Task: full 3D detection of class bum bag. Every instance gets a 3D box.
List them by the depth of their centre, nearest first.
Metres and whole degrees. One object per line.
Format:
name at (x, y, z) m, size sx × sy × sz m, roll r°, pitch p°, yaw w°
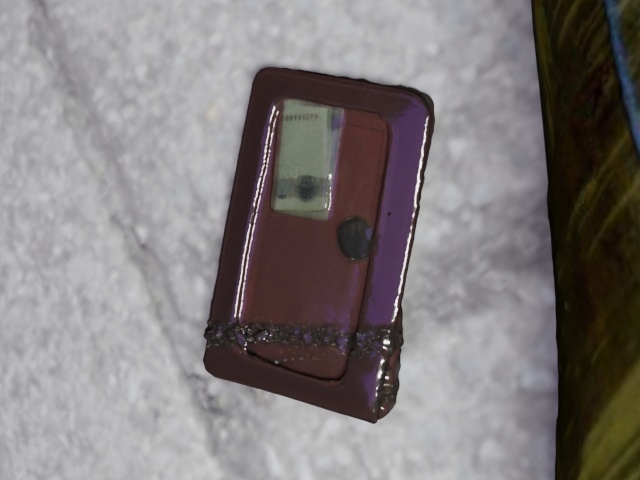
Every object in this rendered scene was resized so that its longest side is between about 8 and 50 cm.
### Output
bum bag at (0.000, 0.000, 0.752) m, size 0.109 × 0.026 × 0.159 m, roll 14°, pitch 97°, yaw 34°

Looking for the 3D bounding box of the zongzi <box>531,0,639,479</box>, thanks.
zongzi at (0.125, 0.001, 0.572) m, size 0.432 × 0.208 × 0.403 m, roll -48°, pitch 61°, yaw 42°
